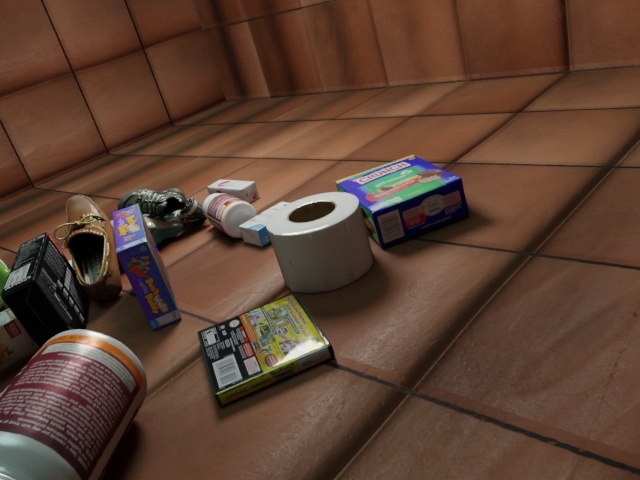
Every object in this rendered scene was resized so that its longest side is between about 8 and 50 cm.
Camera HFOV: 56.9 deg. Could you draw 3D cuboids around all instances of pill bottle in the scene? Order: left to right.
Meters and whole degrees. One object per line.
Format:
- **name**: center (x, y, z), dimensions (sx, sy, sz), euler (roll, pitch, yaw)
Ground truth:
- **pill bottle**: center (-0.468, 0.348, 0.996), dimensions (0.224, 0.224, 0.392), euler (-11, 24, 13)
- **pill bottle**: center (-0.304, -0.089, 1.948), dimensions (0.121, 0.121, 0.221), euler (-27, 26, -22)

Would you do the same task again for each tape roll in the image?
- **tape roll**: center (0.000, 0.000, 1.510), dimensions (0.246, 0.169, 0.246), euler (-13, 24, 6)

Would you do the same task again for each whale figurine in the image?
- **whale figurine**: center (-0.598, -0.005, 1.979), dimensions (0.272, 0.141, 0.216), euler (-6, -5, -39)

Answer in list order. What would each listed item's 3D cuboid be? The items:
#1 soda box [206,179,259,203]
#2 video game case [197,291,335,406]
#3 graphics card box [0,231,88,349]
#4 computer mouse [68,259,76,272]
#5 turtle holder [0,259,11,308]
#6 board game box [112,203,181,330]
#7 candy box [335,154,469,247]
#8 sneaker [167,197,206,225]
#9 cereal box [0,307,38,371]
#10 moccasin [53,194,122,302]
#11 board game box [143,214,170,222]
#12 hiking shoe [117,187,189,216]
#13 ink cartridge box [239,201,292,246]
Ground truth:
- **soda box**: center (-0.331, -0.183, 2.229), dimensions (0.216, 0.069, 0.074), euler (8, 34, 44)
- **video game case**: center (-0.128, 0.223, 1.279), dimensions (0.248, 0.035, 0.275), euler (-22, 24, -11)
- **graphics card box**: center (-0.722, 0.144, 1.579), dimensions (0.094, 0.232, 0.371), euler (-27, 26, -10)
- **computer mouse**: center (-0.877, 0.109, 1.982), dimensions (0.106, 0.042, 0.193), euler (6, 33, 43)
- **turtle holder**: center (-1.077, 0.121, 1.842), dimensions (0.320, 0.243, 0.227), euler (-43, 16, -15)
- **board game box**: center (-0.476, 0.061, 1.601), dimensions (0.078, 0.233, 0.347), euler (-23, 25, -12)
- **candy box**: center (0.224, -0.124, 1.689), dimensions (0.268, 0.122, 0.317), euler (-21, 23, -9)
- **sneaker**: center (-0.471, -0.092, 2.117), dimensions (0.234, 0.106, 0.078), euler (-6, 58, 54)
- **cereal box**: center (-0.836, 0.279, 1.448), dimensions (0.240, 0.173, 0.047), euler (-31, 60, -28)
- **moccasin**: center (-0.700, 0.006, 1.765), dimensions (0.139, 0.147, 0.380), euler (-19, 58, -2)
- **board game box**: center (-0.631, -0.050, 2.082), dimensions (0.186, 0.126, 0.026), euler (-17, 62, -2)
- **hiking shoe**: center (-0.555, -0.123, 1.964), dimensions (0.227, 0.086, 0.114), euler (-13, 27, -21)
- **ink cartridge box**: center (-0.150, -0.053, 1.848), dimensions (0.180, 0.060, 0.104), euler (-33, 28, -32)
